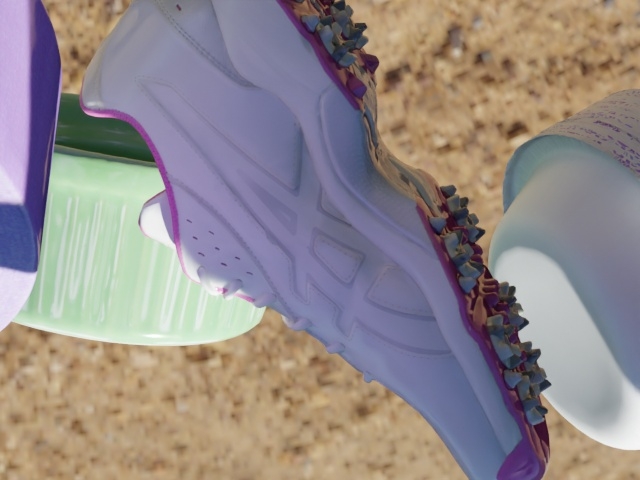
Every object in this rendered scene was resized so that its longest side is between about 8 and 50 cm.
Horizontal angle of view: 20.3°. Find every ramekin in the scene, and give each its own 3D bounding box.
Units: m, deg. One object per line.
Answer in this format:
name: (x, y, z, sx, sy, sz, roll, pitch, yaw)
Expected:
ramekin: (-0.169, -0.022, 1.470, 0.303, 0.303, 0.148, 7, 102, -18)

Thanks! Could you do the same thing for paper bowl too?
paper bowl: (0.235, 0.041, 1.339, 0.148, 0.284, 0.284, -27, 134, -20)

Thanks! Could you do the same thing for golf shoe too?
golf shoe: (0.000, 0.000, 0.873, 0.140, 0.115, 0.306, -31, 88, 13)

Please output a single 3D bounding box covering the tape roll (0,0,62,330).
tape roll: (-0.238, -0.042, 0.671, 0.275, 0.090, 0.275, 1, 150, 1)
